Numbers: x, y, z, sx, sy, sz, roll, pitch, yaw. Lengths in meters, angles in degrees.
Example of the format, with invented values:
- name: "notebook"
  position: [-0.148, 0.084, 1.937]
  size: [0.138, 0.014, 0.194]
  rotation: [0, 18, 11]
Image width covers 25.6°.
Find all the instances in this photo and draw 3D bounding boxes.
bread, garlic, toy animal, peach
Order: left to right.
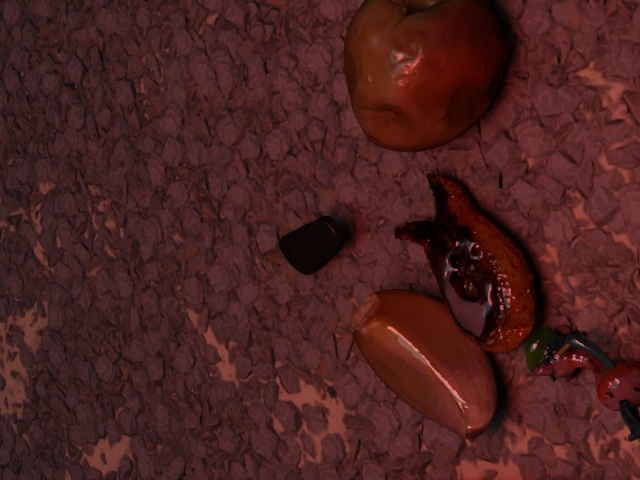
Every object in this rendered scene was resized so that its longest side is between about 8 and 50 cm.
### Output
- name: "peach"
  position: [0.127, -0.221, 1.841]
  size: [0.214, 0.214, 0.235]
  rotation: [37, 138, 31]
- name: "garlic"
  position: [0.147, 0.171, 1.905]
  size: [0.245, 0.164, 0.145]
  rotation: [45, 108, 20]
- name: "bread"
  position: [0.203, 0.030, 1.886]
  size: [0.139, 0.095, 0.269]
  rotation: [-54, 48, 31]
- name: "toy animal"
  position: [0.347, 0.168, 1.767]
  size: [0.208, 0.100, 0.103]
  rotation: [40, 161, 43]

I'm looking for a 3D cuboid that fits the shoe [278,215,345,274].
- name: "shoe"
  position: [0.000, 0.000, 2.078]
  size: [0.071, 0.049, 0.179]
  rotation: [58, 151, 0]
